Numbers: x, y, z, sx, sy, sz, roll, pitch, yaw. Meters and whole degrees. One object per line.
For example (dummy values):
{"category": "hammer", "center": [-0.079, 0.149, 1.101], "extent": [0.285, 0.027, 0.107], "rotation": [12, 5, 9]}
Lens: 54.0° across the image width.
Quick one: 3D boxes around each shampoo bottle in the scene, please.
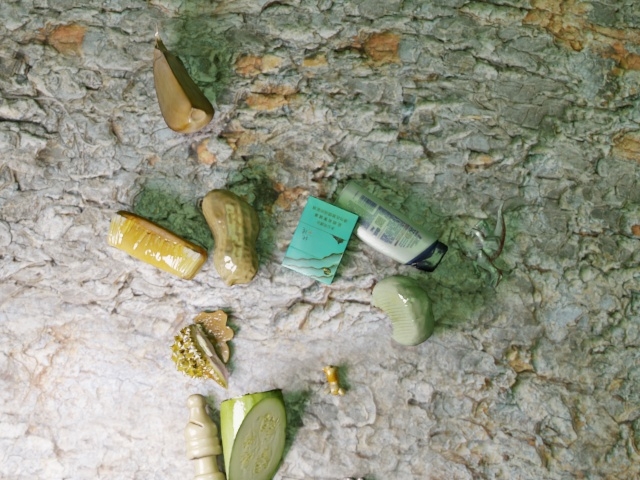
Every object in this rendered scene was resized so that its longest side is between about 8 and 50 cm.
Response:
{"category": "shampoo bottle", "center": [0.202, -0.028, 1.885], "extent": [0.359, 0.078, 0.134], "rotation": [35, 84, 7]}

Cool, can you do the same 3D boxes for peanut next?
{"category": "peanut", "center": [-0.249, -0.016, 1.847], "extent": [0.159, 0.143, 0.291], "rotation": [-12, 82, -12]}

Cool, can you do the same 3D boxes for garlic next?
{"category": "garlic", "center": [-0.431, -0.481, 1.934], "extent": [0.151, 0.196, 0.338], "rotation": [-18, 74, -21]}

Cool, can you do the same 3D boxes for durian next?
{"category": "durian", "center": [-0.340, 0.338, 1.766], "extent": [0.224, 0.078, 0.140], "rotation": [41, 85, 14]}

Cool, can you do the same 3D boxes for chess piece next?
{"category": "chess piece", "center": [-0.316, 0.574, 1.713], "extent": [0.124, 0.139, 0.307], "rotation": [-27, 66, 34]}

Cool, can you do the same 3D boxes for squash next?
{"category": "squash", "center": [-0.168, 0.544, 1.688], "extent": [0.189, 0.189, 0.260], "rotation": [-10, 72, -3]}

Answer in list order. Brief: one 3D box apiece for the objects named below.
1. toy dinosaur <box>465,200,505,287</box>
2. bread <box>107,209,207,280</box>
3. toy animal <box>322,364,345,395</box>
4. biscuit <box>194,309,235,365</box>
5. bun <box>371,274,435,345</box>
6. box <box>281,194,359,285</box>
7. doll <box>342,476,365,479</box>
{"category": "toy dinosaur", "center": [0.524, 0.000, 1.894], "extent": [0.167, 0.053, 0.242], "rotation": [36, 78, 6]}
{"category": "bread", "center": [-0.475, 0.018, 1.831], "extent": [0.288, 0.152, 0.119], "rotation": [24, 83, 6]}
{"category": "toy animal", "center": [0.037, 0.401, 1.784], "extent": [0.061, 0.081, 0.083], "rotation": [-6, 56, -4]}
{"category": "biscuit", "center": [-0.312, 0.292, 1.827], "extent": [0.133, 0.027, 0.184], "rotation": [-17, 77, 0]}
{"category": "bun", "center": [0.247, 0.191, 1.800], "extent": [0.126, 0.204, 0.212], "rotation": [-26, 113, -31]}
{"category": "box", "center": [0.000, 0.000, 1.862], "extent": [0.161, 0.042, 0.226], "rotation": [24, 96, 7]}
{"category": "doll", "center": [0.092, 0.721, 1.701], "extent": [0.114, 0.085, 0.151], "rotation": [10, 65, -17]}
